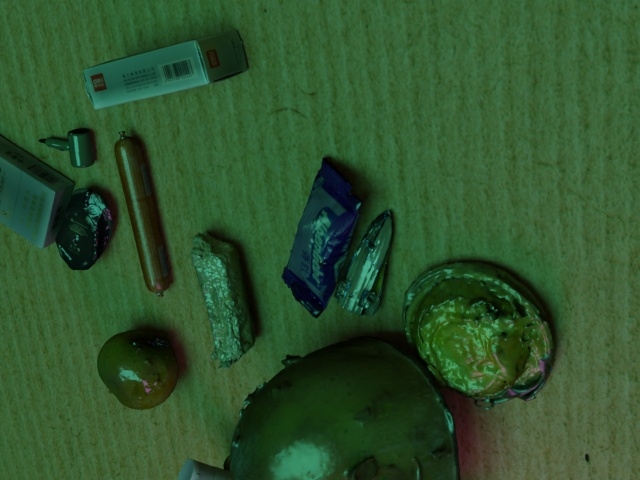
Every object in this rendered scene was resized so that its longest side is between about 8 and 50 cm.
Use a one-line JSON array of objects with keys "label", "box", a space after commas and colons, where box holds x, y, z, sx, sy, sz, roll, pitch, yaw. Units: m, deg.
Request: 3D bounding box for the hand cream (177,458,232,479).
[{"label": "hand cream", "box": [-0.137, 0.521, 2.024, 0.312, 0.070, 0.111, 27, 120, -26]}]

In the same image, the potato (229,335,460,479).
[{"label": "potato", "box": [0.008, 0.412, 1.733, 0.385, 0.320, 0.442, 29, 126, 49]}]

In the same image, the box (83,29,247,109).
[{"label": "box", "box": [-0.274, -0.300, 1.755, 0.269, 0.135, 0.079, -7, 105, 30]}]

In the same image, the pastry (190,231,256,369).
[{"label": "pastry", "box": [-0.185, 0.105, 1.908, 0.089, 0.121, 0.258, -8, 102, 5]}]

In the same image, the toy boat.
[{"label": "toy boat", "box": [0.086, 0.041, 1.756, 0.084, 0.066, 0.210, 29, 114, 19]}]

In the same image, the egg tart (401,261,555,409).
[{"label": "egg tart", "box": [0.258, 0.176, 1.693, 0.291, 0.107, 0.290, 12, 117, 25]}]

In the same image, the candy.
[{"label": "candy", "box": [0.000, 0.000, 1.758, 0.145, 0.070, 0.275, 50, 130, 41]}]

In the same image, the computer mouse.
[{"label": "computer mouse", "box": [-0.476, -0.022, 2.034, 0.106, 0.062, 0.192, 29, 117, 16]}]

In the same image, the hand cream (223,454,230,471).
[{"label": "hand cream", "box": [-0.164, 0.542, 2.114, 0.084, 0.084, 0.203, 18, 125, 21]}]

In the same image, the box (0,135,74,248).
[{"label": "box", "box": [-0.640, -0.110, 2.079, 0.243, 0.067, 0.155, 30, 122, 13]}]

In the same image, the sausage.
[{"label": "sausage", "box": [-0.348, -0.048, 1.956, 0.053, 0.053, 0.347, 2, 113, 28]}]

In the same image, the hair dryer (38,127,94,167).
[{"label": "hair dryer", "box": [-0.514, -0.193, 1.997, 0.150, 0.047, 0.071, 14, 116, 35]}]

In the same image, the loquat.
[{"label": "loquat", "box": [-0.379, 0.271, 2.061, 0.172, 0.149, 0.204, 33, 135, 7]}]
